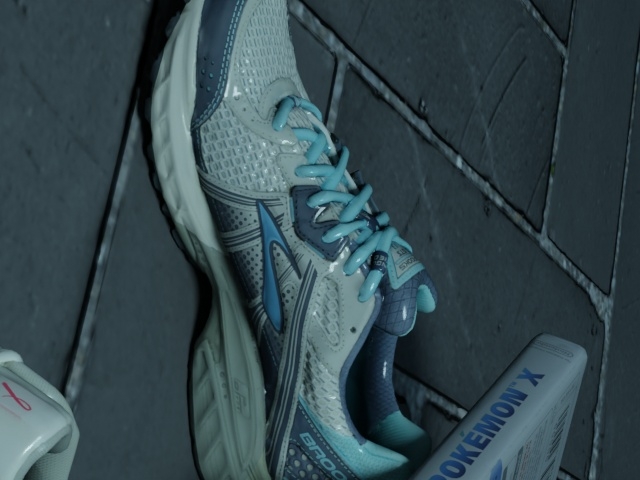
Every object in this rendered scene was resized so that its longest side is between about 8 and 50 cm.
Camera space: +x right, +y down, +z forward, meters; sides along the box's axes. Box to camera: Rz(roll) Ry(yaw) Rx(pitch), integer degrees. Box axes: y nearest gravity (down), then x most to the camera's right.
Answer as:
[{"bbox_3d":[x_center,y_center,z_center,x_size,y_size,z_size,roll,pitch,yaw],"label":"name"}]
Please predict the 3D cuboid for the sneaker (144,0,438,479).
[{"bbox_3d":[0.000,0.000,0.686,0.110,0.122,0.283,-27,113,-56],"label":"sneaker"}]

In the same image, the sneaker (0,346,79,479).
[{"bbox_3d":[-0.135,0.047,0.457,0.090,0.115,0.232,-44,115,-51],"label":"sneaker"}]

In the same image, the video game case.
[{"bbox_3d":[0.045,0.249,0.730,0.300,0.036,0.329,-36,141,-53],"label":"video game case"}]
